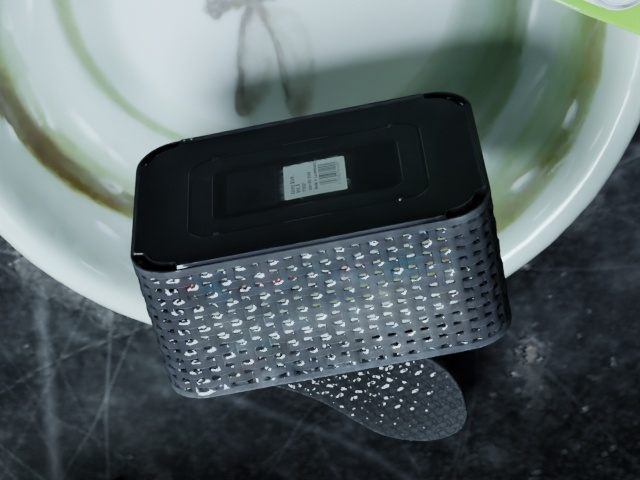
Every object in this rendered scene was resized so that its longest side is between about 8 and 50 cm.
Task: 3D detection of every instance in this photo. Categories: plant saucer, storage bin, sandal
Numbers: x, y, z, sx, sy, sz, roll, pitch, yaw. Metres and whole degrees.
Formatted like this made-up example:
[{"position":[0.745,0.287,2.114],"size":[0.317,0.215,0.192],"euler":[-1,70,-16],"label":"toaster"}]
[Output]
[{"position":[-0.019,-0.129,0.987],"size":[0.400,0.100,0.400],"euler":[-1,124,-2],"label":"plant saucer"},{"position":[0.000,0.000,0.941],"size":[0.180,0.122,0.084],"euler":[-11,124,4],"label":"storage bin"},{"position":[0.011,0.076,1.168],"size":[0.179,0.040,0.067],"euler":[19,116,2],"label":"sandal"}]

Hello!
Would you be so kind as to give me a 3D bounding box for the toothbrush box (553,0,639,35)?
[{"position":[0.239,-0.182,0.855],"size":[0.283,0.122,0.206],"euler":[17,116,-29],"label":"toothbrush box"}]
